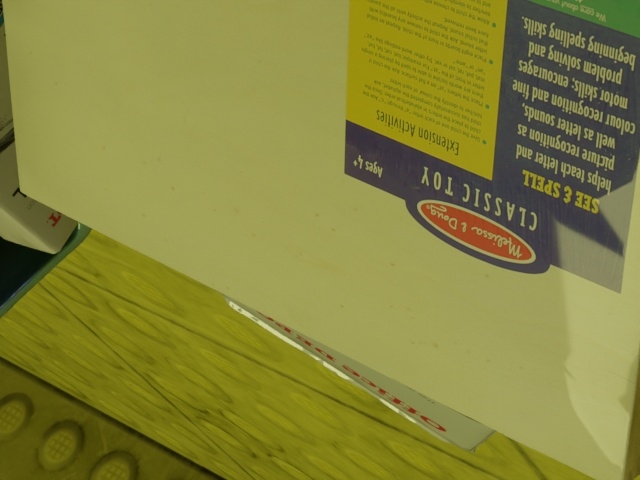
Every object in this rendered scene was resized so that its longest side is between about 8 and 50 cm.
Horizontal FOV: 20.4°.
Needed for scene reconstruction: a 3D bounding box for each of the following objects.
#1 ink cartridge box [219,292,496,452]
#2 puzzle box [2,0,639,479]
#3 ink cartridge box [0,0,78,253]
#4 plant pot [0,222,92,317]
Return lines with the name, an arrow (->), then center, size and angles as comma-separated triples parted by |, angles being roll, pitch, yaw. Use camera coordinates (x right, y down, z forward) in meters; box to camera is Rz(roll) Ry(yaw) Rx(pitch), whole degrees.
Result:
ink cartridge box -> 0.056, 0.005, 1.113 | 0.223, 0.129, 0.307 | 33, 165, 4
puzzle box -> -0.001, -0.078, 0.846 | 0.409, 0.052, 0.272 | 25, 129, 32
ink cartridge box -> -0.249, -0.108, 1.373 | 0.086, 0.148, 0.203 | 14, 157, 49
plant pot -> -0.428, -0.056, 1.778 | 0.252, 0.248, 0.247 | 45, 178, 46
